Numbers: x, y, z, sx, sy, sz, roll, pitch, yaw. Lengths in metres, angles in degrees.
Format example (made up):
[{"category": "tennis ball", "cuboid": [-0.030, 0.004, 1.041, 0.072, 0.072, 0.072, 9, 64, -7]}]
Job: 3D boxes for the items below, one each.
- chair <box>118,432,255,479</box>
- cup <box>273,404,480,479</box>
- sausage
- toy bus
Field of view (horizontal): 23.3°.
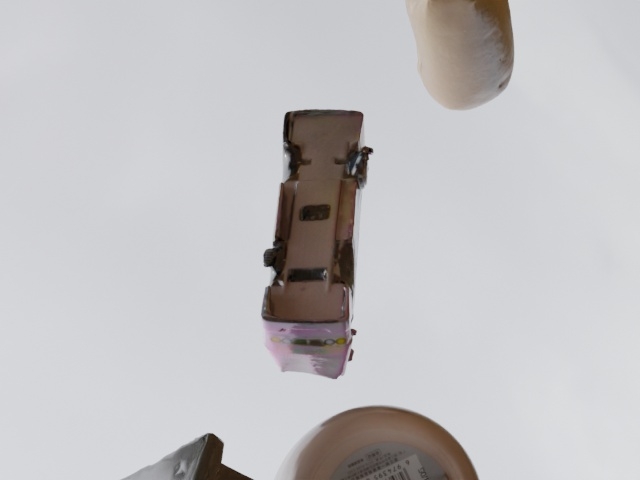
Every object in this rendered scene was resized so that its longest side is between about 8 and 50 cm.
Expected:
[{"category": "chair", "cuboid": [-0.141, 0.209, 0.803, 0.416, 0.240, 0.203, 35, -127, -22]}, {"category": "cup", "cuboid": [0.079, 0.241, 1.350, 0.252, 0.192, 0.200, 5, 166, -1]}, {"category": "sausage", "cuboid": [0.145, -0.241, 1.641, 0.112, 0.112, 0.328, 53, 176, 24]}, {"category": "toy bus", "cuboid": [-0.001, 0.000, 1.464, 0.090, 0.112, 0.274, 2, -132, 5]}]
